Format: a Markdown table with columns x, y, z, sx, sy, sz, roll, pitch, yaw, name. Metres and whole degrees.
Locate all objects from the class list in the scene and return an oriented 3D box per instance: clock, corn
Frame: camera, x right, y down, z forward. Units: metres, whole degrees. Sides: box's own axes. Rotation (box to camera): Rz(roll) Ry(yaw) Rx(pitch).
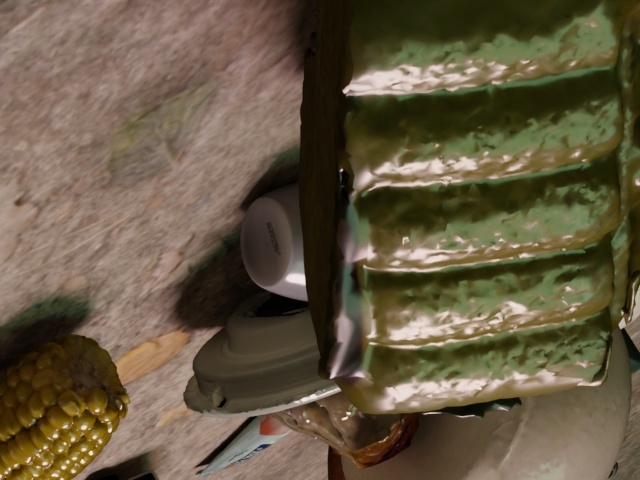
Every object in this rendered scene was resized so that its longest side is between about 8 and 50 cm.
| x | y | z | sx | sy | sz | roll | pitch | yaw | name |
| --- | --- | --- | --- | --- | --- | --- | --- | --- | --- |
| -0.001 | 0.059 | 1.197 | 0.236 | 0.053 | 0.236 | -21 | -165 | 6 | clock |
| -0.264 | 0.182 | 1.152 | 0.318 | 0.115 | 0.115 | -41 | 157 | 26 | corn |

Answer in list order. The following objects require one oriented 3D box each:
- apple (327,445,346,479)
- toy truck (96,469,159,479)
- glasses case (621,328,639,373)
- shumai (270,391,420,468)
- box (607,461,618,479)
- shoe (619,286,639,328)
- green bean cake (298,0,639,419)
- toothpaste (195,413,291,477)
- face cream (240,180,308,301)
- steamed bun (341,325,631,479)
| x | y | z | sx | sy | sz | roll | pitch | yaw | name |
| --- | --- | --- | --- | --- | --- | --- | --- | --- | --- |
| 0.124 | 0.243 | 1.609 | 0.257 | 0.234 | 0.257 | -32 | 151 | -20 | apple |
| -0.248 | 0.304 | 1.467 | 0.242 | 0.101 | 0.125 | -22 | 163 | -14 | toy truck |
| 0.315 | 0.112 | 1.793 | 0.039 | 0.078 | 0.184 | -35 | 159 | 15 | glasses case |
| 0.034 | 0.119 | 1.304 | 0.201 | 0.120 | 0.201 | -22 | -176 | 2 | shumai |
| 0.307 | 0.306 | 2.186 | 0.172 | 0.124 | 0.093 | -36 | 148 | 13 | box |
| 0.250 | 0.016 | 1.483 | 0.110 | 0.095 | 0.265 | -17 | 151 | -16 | shoe |
| 0.087 | -0.096 | 0.820 | 0.202 | 0.285 | 0.310 | -3 | 131 | -4 | green bean cake |
| -0.049 | 0.181 | 1.538 | 0.056 | 0.036 | 0.205 | -8 | 154 | -43 | toothpaste |
| 0.000 | 0.000 | 1.105 | 0.095 | 0.091 | 0.091 | -3 | 147 | -36 | face cream |
| 0.158 | 0.149 | 1.372 | 0.177 | 0.283 | 0.283 | 25 | 128 | -28 | steamed bun |
